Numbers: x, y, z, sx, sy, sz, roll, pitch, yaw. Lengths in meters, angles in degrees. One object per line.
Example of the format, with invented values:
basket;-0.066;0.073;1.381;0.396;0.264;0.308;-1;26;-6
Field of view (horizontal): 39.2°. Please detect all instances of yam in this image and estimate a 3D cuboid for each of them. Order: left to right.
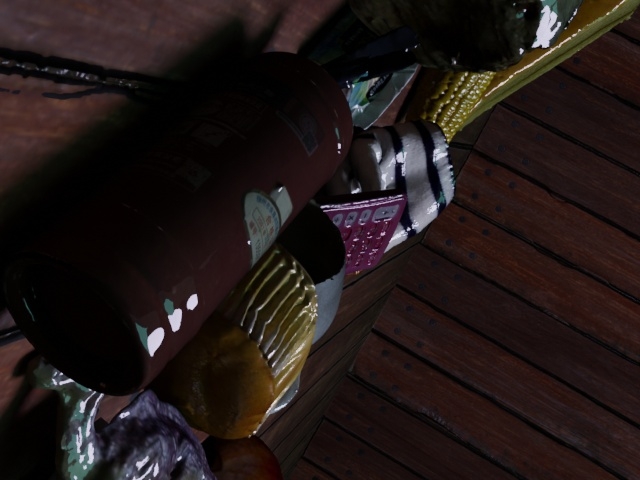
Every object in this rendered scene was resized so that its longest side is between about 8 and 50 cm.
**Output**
yam;0.149;-0.279;0.693;0.300;0.195;0.195;-58;170;-19

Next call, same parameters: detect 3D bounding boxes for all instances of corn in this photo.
corn;0.220;-0.277;1.307;0.310;0.101;0.101;-57;171;12

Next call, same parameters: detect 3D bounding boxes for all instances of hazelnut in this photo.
hazelnut;-0.134;0.376;1.316;0.170;0.160;0.202;127;-38;-56

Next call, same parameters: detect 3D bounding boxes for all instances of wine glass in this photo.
wine glass;-0.051;0.071;0.882;0.126;0.126;0.241;-52;169;-37

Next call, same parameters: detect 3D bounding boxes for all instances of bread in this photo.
bread;-0.082;0.084;0.742;0.114;0.132;0.190;-51;164;-36
bread;0.376;-0.311;1.603;0.362;0.244;0.233;-66;170;10

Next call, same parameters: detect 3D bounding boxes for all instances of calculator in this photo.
calculator;0.000;0.000;0.976;0.190;0.034;0.127;-12;141;-31

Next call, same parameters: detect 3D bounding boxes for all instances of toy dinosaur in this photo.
toy dinosaur;-0.141;0.187;0.665;0.294;0.077;0.162;75;31;-54

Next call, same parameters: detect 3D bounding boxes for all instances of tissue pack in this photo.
tissue pack;0.033;-0.145;0.804;0.111;0.079;0.085;-53;169;-38

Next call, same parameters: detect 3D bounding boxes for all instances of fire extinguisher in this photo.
fire extinguisher;-0.039;-0.052;0.579;0.138;0.102;0.344;-10;-152;40

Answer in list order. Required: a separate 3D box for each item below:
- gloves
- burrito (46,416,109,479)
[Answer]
gloves;0.053;-0.057;1.080;0.218;0.131;0.140;-19;143;-12
burrito;-0.212;0.222;0.698;0.203;0.064;0.064;-53;168;-44
